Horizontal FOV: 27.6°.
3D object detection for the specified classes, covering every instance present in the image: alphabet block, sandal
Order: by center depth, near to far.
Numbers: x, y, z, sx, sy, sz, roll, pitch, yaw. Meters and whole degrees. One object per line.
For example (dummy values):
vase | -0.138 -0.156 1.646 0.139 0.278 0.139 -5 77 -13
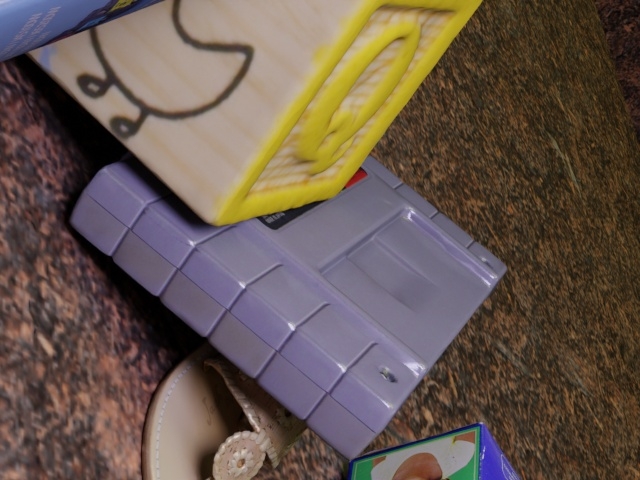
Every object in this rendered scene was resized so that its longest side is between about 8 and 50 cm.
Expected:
alphabet block | -0.044 -0.148 0.796 0.197 0.192 0.193 41 23 14
sandal | -0.037 0.092 0.818 0.088 0.079 0.240 60 24 -18

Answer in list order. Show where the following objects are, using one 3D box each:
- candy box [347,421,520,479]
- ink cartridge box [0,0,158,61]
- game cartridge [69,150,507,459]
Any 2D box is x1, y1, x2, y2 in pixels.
candy box | 0.114 0.331 0.877 0.268 0.122 0.317 56 24 -28
ink cartridge box | -0.189 -0.193 0.509 0.395 0.151 0.270 -28 97 -33
game cartridge | 0.000 0.000 0.895 0.230 0.068 0.355 43 21 5
